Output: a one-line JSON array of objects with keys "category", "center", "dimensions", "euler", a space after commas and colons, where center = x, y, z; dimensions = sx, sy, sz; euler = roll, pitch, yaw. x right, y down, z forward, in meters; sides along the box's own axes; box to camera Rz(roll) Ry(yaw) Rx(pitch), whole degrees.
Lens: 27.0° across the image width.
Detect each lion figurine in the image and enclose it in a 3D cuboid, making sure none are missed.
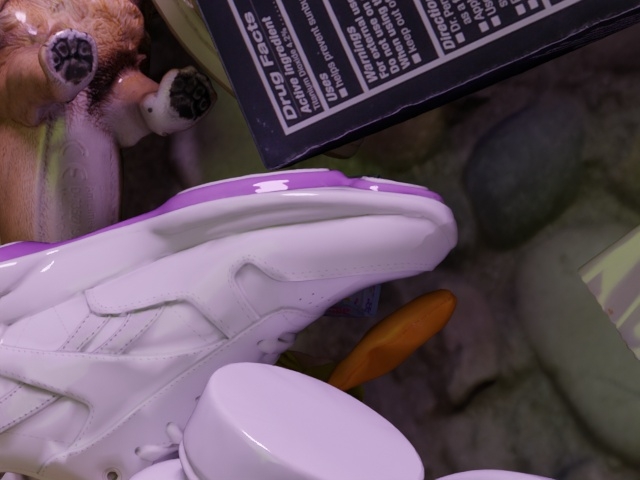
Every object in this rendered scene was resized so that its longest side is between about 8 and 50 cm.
[{"category": "lion figurine", "center": [-0.159, -0.016, 0.850], "dimensions": [0.240, 0.142, 0.392], "euler": [12, 93, 63]}]

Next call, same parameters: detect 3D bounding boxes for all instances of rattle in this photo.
[{"category": "rattle", "center": [0.031, 0.144, 0.691], "dimensions": [0.143, 0.130, 0.199], "euler": [-16, 70, 14]}]

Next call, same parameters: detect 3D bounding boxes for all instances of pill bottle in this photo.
[{"category": "pill bottle", "center": [-0.050, 0.184, 0.591], "dimensions": [0.136, 0.136, 0.245], "euler": [36, 108, 37]}]

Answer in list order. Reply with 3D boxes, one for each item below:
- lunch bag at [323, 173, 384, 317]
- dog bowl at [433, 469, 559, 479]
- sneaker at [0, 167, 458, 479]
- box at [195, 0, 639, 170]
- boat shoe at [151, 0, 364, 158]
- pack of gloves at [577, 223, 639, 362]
[{"category": "lunch bag", "center": [0.000, 0.000, 0.786], "dimensions": [0.071, 0.053, 0.083], "euler": [2, 71, 35]}, {"category": "dog bowl", "center": [0.099, 0.238, 0.575], "dimensions": [0.265, 0.104, 0.264], "euler": [-26, 57, 48]}, {"category": "sneaker", "center": [-0.071, 0.055, 0.662], "dimensions": [0.305, 0.114, 0.152], "euler": [-17, 87, 14]}, {"category": "box", "center": [0.069, -0.229, 0.628], "dimensions": [0.294, 0.183, 0.296], "euler": [-20, 94, 39]}, {"category": "boat shoe", "center": [-0.046, -0.196, 0.823], "dimensions": [0.110, 0.122, 0.341], "euler": [-43, 56, 22]}, {"category": "pack of gloves", "center": [0.267, 0.025, 0.598], "dimensions": [0.232, 0.046, 0.195], "euler": [-39, 74, 21]}]
